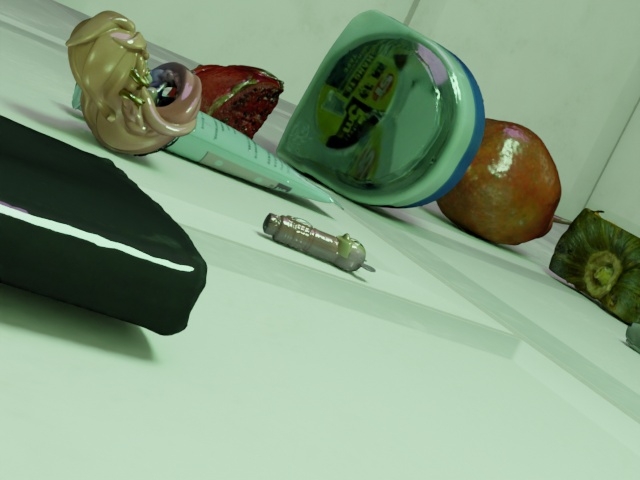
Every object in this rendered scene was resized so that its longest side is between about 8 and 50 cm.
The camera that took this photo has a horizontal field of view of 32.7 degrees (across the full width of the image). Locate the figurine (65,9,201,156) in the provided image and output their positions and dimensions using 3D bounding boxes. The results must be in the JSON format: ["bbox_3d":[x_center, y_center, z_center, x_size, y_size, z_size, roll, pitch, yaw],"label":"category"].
[{"bbox_3d":[-0.184,-0.143,1.039,0.126,0.114,0.157,12,-12,22],"label":"figurine"}]

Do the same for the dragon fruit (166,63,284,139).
[{"bbox_3d":[-0.152,-0.204,1.490,0.161,0.127,0.120,31,3,29],"label":"dragon fruit"}]

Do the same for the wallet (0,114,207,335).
[{"bbox_3d":[-0.266,-0.057,0.517,0.406,0.062,0.228,19,11,-33],"label":"wallet"}]

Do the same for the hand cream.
[{"bbox_3d":[-0.117,-0.111,1.227,0.331,0.058,0.085,20,9,-30],"label":"hand cream"}]

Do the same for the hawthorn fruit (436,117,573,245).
[{"bbox_3d":[0.324,-0.083,1.865,0.262,0.210,0.210,37,6,-15],"label":"hawthorn fruit"}]

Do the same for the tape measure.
[{"bbox_3d":[0.095,-0.172,1.560,0.262,0.259,0.138,36,14,31],"label":"tape measure"}]

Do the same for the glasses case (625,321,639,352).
[{"bbox_3d":[0.483,0.151,1.412,0.190,0.042,0.072,20,3,-28],"label":"glasses case"}]

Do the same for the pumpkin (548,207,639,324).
[{"bbox_3d":[0.516,0.062,1.704,0.190,0.139,0.280,16,15,-28],"label":"pumpkin"}]

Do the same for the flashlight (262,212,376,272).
[{"bbox_3d":[0.000,0.000,0.995,0.110,0.031,0.052,22,10,-18],"label":"flashlight"}]
